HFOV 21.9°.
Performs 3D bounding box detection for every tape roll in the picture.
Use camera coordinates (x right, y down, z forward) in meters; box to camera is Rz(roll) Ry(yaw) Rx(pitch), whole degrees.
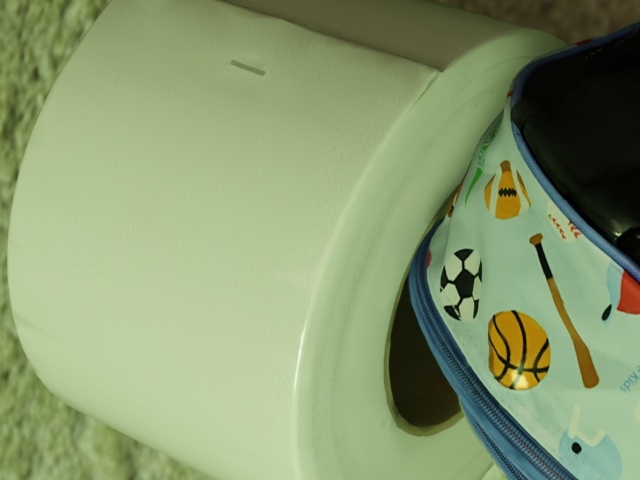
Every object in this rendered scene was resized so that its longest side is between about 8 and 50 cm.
[{"bbox_3d":[0.000,0.000,0.773,0.169,0.246,0.246,22,95,31],"label":"tape roll"}]

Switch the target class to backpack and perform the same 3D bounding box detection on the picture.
[{"bbox_3d":[0.166,0.023,0.658,0.276,0.263,0.213,42,121,29],"label":"backpack"}]
